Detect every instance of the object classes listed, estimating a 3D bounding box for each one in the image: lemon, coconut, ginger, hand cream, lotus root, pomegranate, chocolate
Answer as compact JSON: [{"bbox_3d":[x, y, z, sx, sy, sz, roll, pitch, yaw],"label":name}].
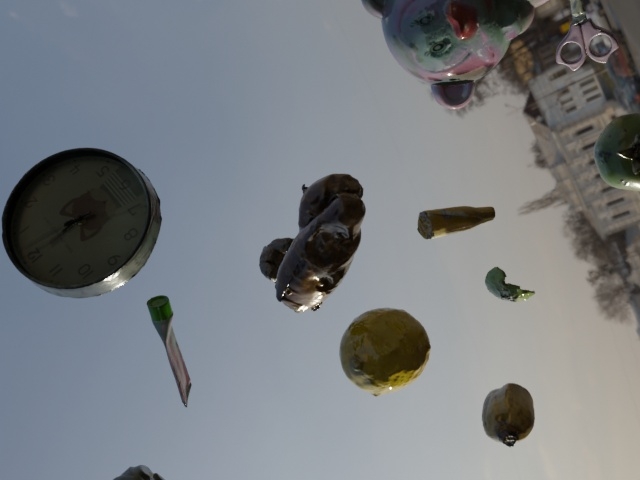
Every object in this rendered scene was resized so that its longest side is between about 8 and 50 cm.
[{"bbox_3d":[0.175,0.295,1.611,0.288,0.233,0.234,-5,-107,-49],"label":"lemon"},{"bbox_3d":[0.548,0.144,1.750,0.158,0.133,0.055,25,-119,-5],"label":"coconut"},{"bbox_3d":[0.000,0.000,1.573,0.176,0.418,0.254,12,-145,-16],"label":"ginger"},{"bbox_3d":[-0.337,0.252,1.369,0.079,0.050,0.275,-50,-42,-52],"label":"hand cream"},{"bbox_3d":[0.579,0.537,1.844,0.146,0.160,0.284,38,-157,5],"label":"lotus root"},{"bbox_3d":[0.703,-0.193,1.315,0.181,0.181,0.224,65,-159,-4],"label":"pomegranate"},{"bbox_3d":[0.367,-0.058,1.589,0.219,0.085,0.086,-11,-105,-21],"label":"chocolate"}]

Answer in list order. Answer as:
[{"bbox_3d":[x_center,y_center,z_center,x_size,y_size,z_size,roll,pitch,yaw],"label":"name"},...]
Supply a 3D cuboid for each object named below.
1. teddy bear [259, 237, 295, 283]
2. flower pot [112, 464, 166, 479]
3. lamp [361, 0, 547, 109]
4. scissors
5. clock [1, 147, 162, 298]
[{"bbox_3d":[-0.125,0.074,2.122,0.190,0.140,0.177,30,-96,-42],"label":"teddy bear"},{"bbox_3d":[-0.317,0.492,1.044,0.140,0.235,0.235,-46,-62,-16],"label":"flower pot"},{"bbox_3d":[0.225,-0.378,0.894,0.247,0.301,0.247,44,-165,-23],"label":"lamp"},{"bbox_3d":[0.474,-0.415,1.094,0.212,0.110,0.021,61,-144,-29],"label":"scissors"},{"bbox_3d":[-0.499,-0.042,1.252,0.067,0.325,0.325,82,174,-72],"label":"clock"}]
